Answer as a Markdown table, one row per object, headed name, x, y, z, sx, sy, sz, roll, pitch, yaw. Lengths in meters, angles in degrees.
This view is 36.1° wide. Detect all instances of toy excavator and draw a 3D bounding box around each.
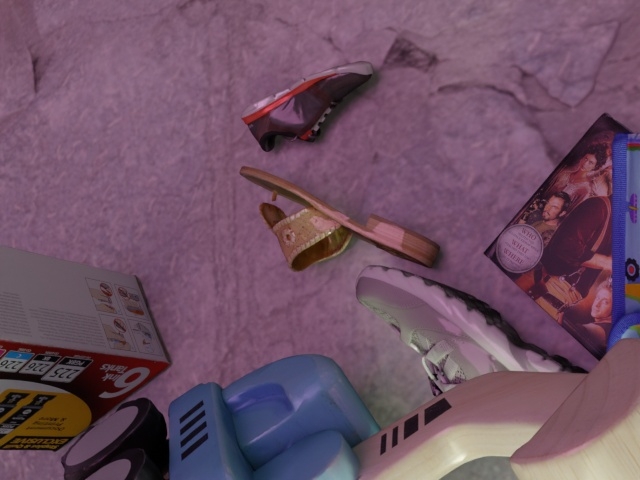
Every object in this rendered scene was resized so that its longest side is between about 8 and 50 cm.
| name | x | y | z | sx | sy | sz | roll | pitch | yaw |
| --- | --- | --- | --- | --- | --- | --- | --- | --- | --- |
| toy excavator | 0.020 | 0.188 | 0.787 | 0.445 | 0.433 | 0.222 | -35 | 103 | -3 |

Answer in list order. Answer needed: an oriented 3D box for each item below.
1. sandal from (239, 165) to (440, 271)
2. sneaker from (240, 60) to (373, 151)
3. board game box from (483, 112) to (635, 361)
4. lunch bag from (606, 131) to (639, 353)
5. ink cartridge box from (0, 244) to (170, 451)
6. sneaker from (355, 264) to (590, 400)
| name | x | y | z | sx | sy | sz | roll | pitch | yaw |
| --- | --- | --- | --- | --- | --- | --- | --- | --- | --- |
| sandal | -0.003 | -0.002 | 0.974 | 0.240 | 0.088 | 0.079 | 22 | 85 | 29 |
| sneaker | -0.007 | -0.140 | 1.039 | 0.158 | 0.061 | 0.065 | -21 | 95 | 28 |
| board game box | 0.276 | 0.028 | 0.816 | 0.165 | 0.042 | 0.243 | -52 | 58 | 12 |
| lunch bag | 0.313 | 0.081 | 0.672 | 0.221 | 0.138 | 0.293 | 10 | 95 | 50 |
| ink cartridge box | -0.369 | 0.137 | 1.042 | 0.272 | 0.309 | 0.130 | -38 | 62 | 21 |
| sneaker | 0.126 | 0.117 | 0.853 | 0.281 | 0.105 | 0.115 | 35 | 99 | 33 |
